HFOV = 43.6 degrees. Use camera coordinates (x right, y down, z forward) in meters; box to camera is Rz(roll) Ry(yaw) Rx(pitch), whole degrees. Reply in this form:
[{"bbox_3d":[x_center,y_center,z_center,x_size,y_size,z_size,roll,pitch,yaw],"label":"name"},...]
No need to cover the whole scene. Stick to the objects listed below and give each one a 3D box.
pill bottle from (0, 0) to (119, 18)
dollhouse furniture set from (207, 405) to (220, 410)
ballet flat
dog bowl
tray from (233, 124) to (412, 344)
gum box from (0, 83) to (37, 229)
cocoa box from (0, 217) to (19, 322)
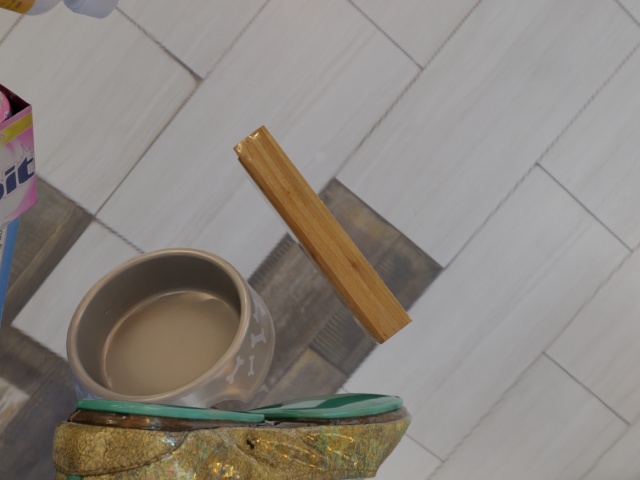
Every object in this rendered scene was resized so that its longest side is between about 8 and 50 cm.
[{"bbox_3d":[-0.263,-0.248,0.633,0.208,0.117,0.118,8,105,-38],"label":"pill bottle"},{"bbox_3d":[-0.255,0.385,1.590,0.091,0.114,0.081,30,139,20],"label":"dollhouse furniture set"},{"bbox_3d":[-0.046,0.171,0.589,0.348,0.123,0.123,14,106,-54],"label":"ballet flat"},{"bbox_3d":[-0.254,0.158,1.318,0.348,0.349,0.102,-19,138,-5],"label":"dog bowl"},{"bbox_3d":[0.000,0.000,1.421,0.076,0.203,0.411,-38,85,-3],"label":"tray"},{"bbox_3d":[-0.291,-0.026,0.562,0.062,0.188,0.107,32,139,10],"label":"gum box"},{"bbox_3d":[-0.609,-0.011,1.084,0.228,0.347,0.232,-4,114,-53],"label":"cocoa box"}]
